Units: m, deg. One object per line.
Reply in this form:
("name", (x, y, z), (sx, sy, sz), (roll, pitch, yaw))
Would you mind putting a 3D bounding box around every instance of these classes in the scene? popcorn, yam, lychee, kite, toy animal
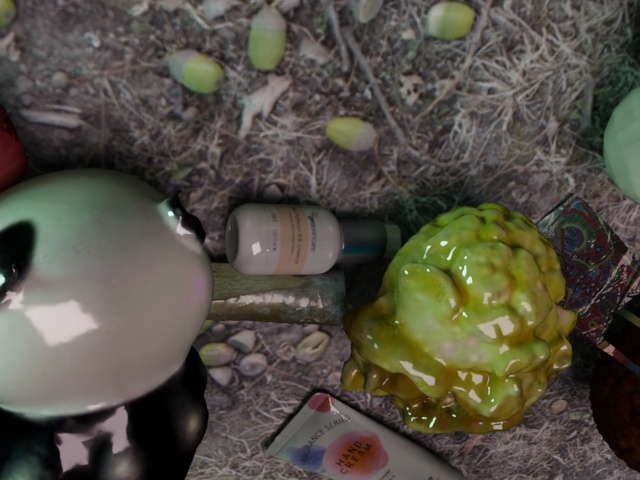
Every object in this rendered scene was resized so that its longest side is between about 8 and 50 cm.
("popcorn", (0.149, 0.090, 0.667), (0.212, 0.259, 0.259), (34, 112, 14))
("yam", (-0.052, 0.056, 0.690), (0.169, 0.068, 0.068), (5, 119, -20))
("lychee", (0.483, 0.205, 0.824), (0.260, 0.261, 0.261), (-7, 122, -12))
("kite", (0.354, 0.086, 0.742), (0.152, 0.285, 0.015), (-53, 163, 15))
("toy animal", (-0.205, 0.090, 0.566), (0.250, 0.251, 0.310), (-1, 127, -15))

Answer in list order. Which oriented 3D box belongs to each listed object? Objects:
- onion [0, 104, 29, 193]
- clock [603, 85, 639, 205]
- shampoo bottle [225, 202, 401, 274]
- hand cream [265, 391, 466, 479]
("onion", (-0.332, -0.066, 0.501), (0.184, 0.147, 0.184), (-31, 159, -13))
("clock", (0.476, -0.140, 0.590), (0.325, 0.184, 0.342), (-12, 163, -11))
("shampoo bottle", (0.000, 0.000, 0.665), (0.192, 0.074, 0.074), (1, 120, -23))
("hand cream", (0.092, 0.318, 0.894), (0.340, 0.078, 0.124), (31, 109, -25))
